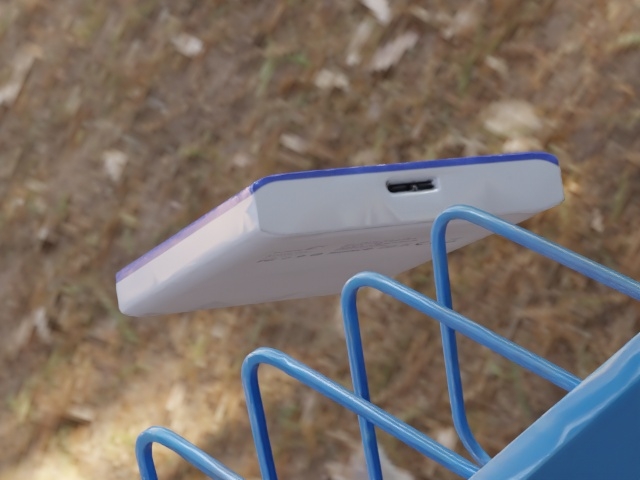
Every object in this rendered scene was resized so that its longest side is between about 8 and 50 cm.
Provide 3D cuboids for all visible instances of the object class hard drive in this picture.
[{"bbox_3d":[0.000,0.000,1.223,0.318,0.210,0.040,153,110,-66],"label":"hard drive"}]

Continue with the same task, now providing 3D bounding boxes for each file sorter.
[{"bbox_3d":[0.020,0.084,0.477,0.170,0.118,0.104,-35,44,-30],"label":"file sorter"}]
